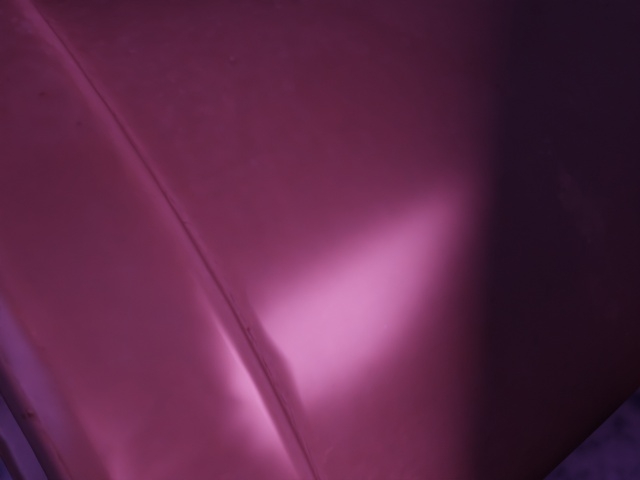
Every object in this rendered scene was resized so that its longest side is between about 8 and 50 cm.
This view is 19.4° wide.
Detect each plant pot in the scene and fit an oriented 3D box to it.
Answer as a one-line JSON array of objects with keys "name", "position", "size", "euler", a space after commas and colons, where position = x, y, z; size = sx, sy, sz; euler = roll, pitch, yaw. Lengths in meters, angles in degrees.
[{"name": "plant pot", "position": [0.000, 0.000, 0.573], "size": [0.229, 0.263, 0.263], "euler": [-29, 76, -14]}]
